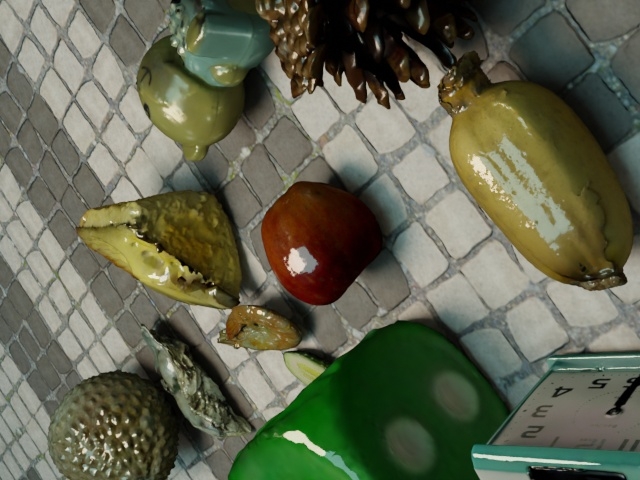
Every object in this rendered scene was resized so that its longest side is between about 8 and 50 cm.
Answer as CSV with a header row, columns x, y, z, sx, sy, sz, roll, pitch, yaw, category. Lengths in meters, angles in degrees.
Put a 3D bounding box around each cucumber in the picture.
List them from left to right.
x,y,z,sx,sy,sz,roll,pitch,yaw,category
-0.014,0.204,1.438,0.107,0.035,0.067,22,135,40,cucumber

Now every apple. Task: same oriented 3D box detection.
x,y,z,sx,sy,sz,roll,pitch,yaw,category
-0.004,-0.001,1.236,0.158,0.147,0.156,45,109,1,apple

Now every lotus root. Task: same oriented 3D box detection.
x,y,z,sx,sy,sz,roll,pitch,yaw,category
0.242,-0.074,0.991,0.146,0.131,0.303,-38,85,22,lotus root

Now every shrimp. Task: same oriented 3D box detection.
x,y,z,sx,sy,sz,roll,pitch,yaw,category
-0.112,0.143,1.469,0.115,0.051,0.217,48,148,-20,shrimp

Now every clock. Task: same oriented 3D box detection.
x,y,z,sx,sy,sz,roll,pitch,yaw,category
0.339,0.220,0.979,0.262,0.231,0.116,-11,106,45,clock

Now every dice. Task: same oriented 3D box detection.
x,y,z,sx,sy,sz,roll,pitch,yaw,category
0.076,0.307,1.220,0.287,0.300,0.297,46,133,11,dice

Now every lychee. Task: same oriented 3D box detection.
x,y,z,sx,sy,sz,roll,pitch,yaw,category
-0.399,0.387,1.731,0.274,0.255,0.255,40,135,43,lychee

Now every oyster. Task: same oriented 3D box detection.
x,y,z,sx,sy,sz,roll,pitch,yaw,category
-0.252,0.260,1.648,0.252,0.087,0.199,20,133,44,oyster

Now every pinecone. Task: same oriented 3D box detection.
x,y,z,sx,sy,sz,roll,pitch,yaw,category
0.055,-0.261,0.994,0.264,0.264,0.264,20,123,35,pinecone

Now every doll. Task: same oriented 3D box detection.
x,y,z,sx,sy,sz,roll,pitch,yaw,category
-0.167,-0.253,1.259,0.261,0.161,0.177,-56,51,41,doll

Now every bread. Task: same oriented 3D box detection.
x,y,z,sx,sy,sz,roll,pitch,yaw,category
-0.257,0.003,1.471,0.204,0.163,0.262,-8,138,41,bread
